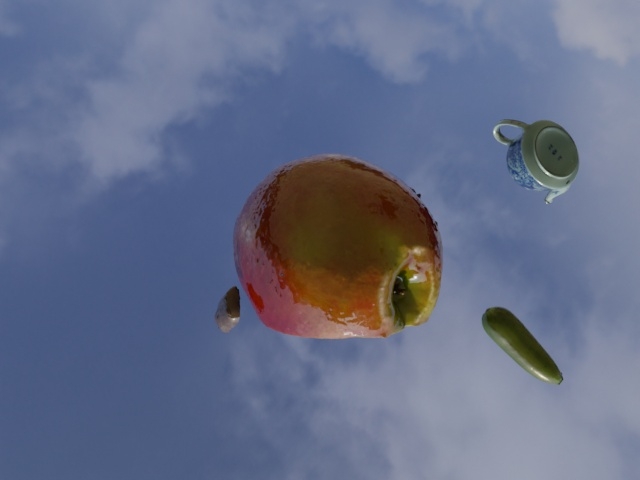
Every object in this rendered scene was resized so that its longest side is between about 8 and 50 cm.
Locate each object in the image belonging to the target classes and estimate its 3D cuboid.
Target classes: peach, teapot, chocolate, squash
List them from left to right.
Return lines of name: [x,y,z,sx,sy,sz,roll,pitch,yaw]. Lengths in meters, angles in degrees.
chocolate: [-0.169,0.123,1.187,0.031,0.100,0.065,3,-112,-22]
peach: [0.000,0.000,1.157,0.242,0.306,0.380,1,-173,-42]
squash: [0.393,0.205,1.301,0.201,0.066,0.066,43,-124,0]
teapot: [0.480,-0.181,1.509,0.232,0.159,0.159,49,-124,-7]
